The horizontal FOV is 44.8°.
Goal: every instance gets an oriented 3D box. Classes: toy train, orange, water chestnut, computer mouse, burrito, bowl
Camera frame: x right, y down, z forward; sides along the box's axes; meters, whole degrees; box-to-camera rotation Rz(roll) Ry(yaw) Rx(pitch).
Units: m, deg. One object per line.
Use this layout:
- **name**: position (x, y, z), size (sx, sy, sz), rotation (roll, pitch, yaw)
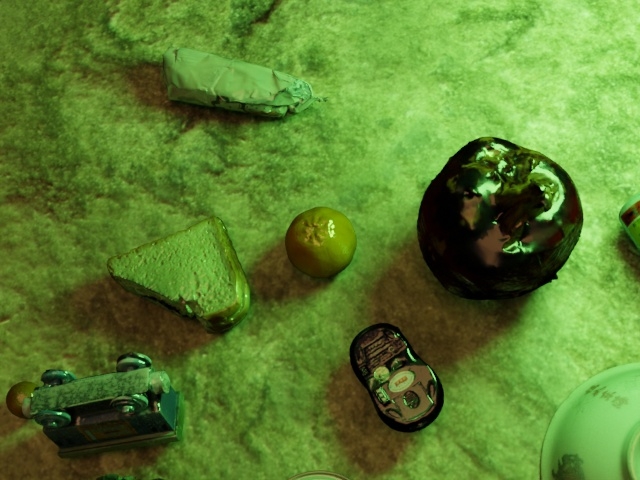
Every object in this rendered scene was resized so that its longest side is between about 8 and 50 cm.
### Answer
- **toy train**: position (-0.433, 0.335, 1.579), size (0.299, 0.202, 0.131), rotation (-10, 50, 7)
- **orange**: position (-0.637, 0.346, 1.681), size (0.084, 0.085, 0.085), rotation (-4, 67, 9)
- **water chestnut**: position (0.358, -0.052, 1.519), size (0.335, 0.347, 0.335), rotation (0, 67, 0)
- **computer mouse**: position (0.152, 0.275, 1.550), size (0.137, 0.096, 0.233), rotation (-27, 61, -6)
- **orange**: position (0.000, 0.000, 1.669), size (0.158, 0.136, 0.159), rotation (-5, 64, 11)
- **burrito**: position (-0.196, -0.371, 1.878), size (0.445, 0.101, 0.139), rotation (16, 68, 16)
- **bowl**: position (0.613, 0.403, 1.356), size (0.434, 0.196, 0.435), rotation (-4, 66, 9)

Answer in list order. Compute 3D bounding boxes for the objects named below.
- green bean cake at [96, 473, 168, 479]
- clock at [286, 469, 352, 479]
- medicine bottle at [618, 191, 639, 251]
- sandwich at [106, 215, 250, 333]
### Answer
- **green bean cake**: position (-0.305, 0.508, 1.466), size (0.222, 0.227, 0.125), rotation (2, 66, 11)
- **clock**: position (-0.004, 0.564, 1.481), size (0.244, 0.056, 0.245), rotation (-4, 68, 10)
- **medicine bottle**: position (0.705, 0.005, 1.533), size (0.139, 0.139, 0.226), rotation (-25, 66, 0)
- **sandwich**: position (-0.306, 0.100, 1.704), size (0.288, 0.100, 0.254), rotation (-20, 65, 1)
